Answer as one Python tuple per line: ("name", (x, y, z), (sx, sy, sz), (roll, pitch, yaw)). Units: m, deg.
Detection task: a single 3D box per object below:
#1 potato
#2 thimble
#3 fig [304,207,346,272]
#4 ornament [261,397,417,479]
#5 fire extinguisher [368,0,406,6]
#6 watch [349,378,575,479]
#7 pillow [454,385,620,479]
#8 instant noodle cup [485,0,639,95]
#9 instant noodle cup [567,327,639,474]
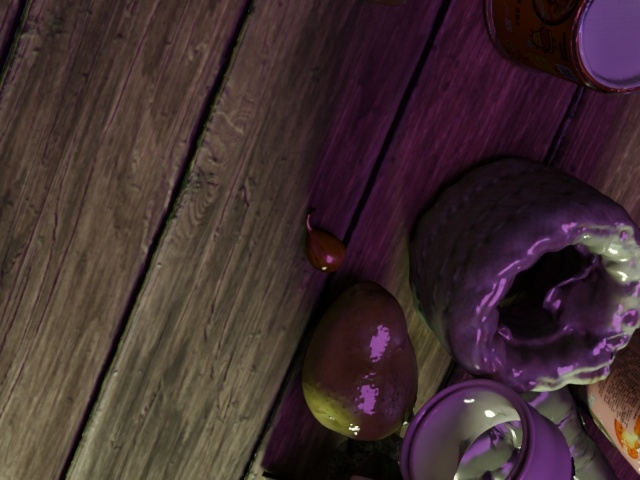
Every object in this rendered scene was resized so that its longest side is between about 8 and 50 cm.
("potato", (0.054, 0.150, 1.845), (0.157, 0.157, 0.194), (-5, 115, -26))
("thimble", (0.273, 0.050, 1.879), (0.292, 0.195, 0.291), (-12, 121, -21))
("fig", (0.000, 0.000, 1.806), (0.050, 0.050, 0.083), (-28, 107, -13))
("ornament", (0.063, 0.288, 1.969), (0.166, 0.153, 0.196), (43, 67, -37))
("fire extinguisher", (-0.010, -0.307, 1.630), (0.231, 0.071, 0.099), (4, 140, -28))
("watch", (0.188, 0.293, 1.814), (0.211, 0.248, 0.217), (39, 71, -40))
("pillow", (0.301, 0.324, 2.098), (0.228, 0.101, 0.326), (-37, 124, -3))
("instant noodle cup", (0.333, -0.279, 1.754), (0.216, 0.172, 0.215), (-11, 119, -21))
("instant noodle cup", (0.491, 0.222, 2.059), (0.243, 0.231, 0.243), (-12, 119, -22))
